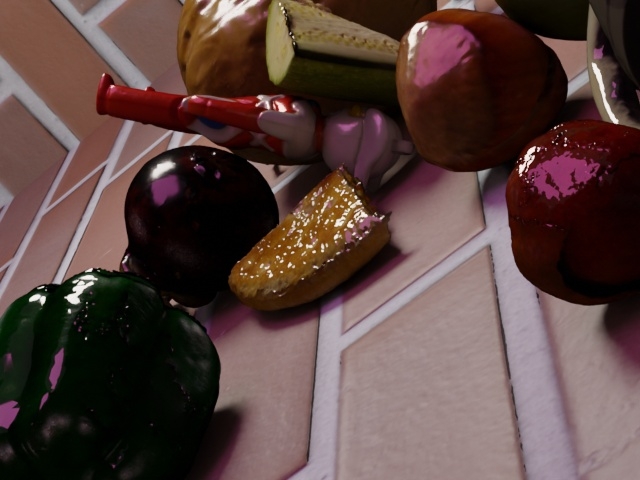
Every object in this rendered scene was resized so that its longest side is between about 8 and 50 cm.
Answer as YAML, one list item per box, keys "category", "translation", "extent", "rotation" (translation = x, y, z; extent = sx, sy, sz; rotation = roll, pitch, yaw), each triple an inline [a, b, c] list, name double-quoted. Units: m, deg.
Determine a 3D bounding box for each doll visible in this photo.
- category: "doll"
  translation: [-0.072, -0.140, 1.952]
  extent: [0.188, 0.384, 0.099]
  rotation: [4, -81, -73]

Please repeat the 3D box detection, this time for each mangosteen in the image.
- category: "mangosteen"
  translation: [-0.151, -0.020, 2.017]
  extent: [0.210, 0.210, 0.210]
  rotation: [-38, 16, 13]

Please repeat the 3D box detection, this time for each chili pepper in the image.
- category: "chili pepper"
  translation: [-0.246, 0.176, 1.665]
  extent: [0.248, 0.233, 0.256]
  rotation: [-37, 22, 31]

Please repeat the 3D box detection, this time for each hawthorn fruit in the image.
- category: "hawthorn fruit"
  translation: [0.224, -0.024, 1.234]
  extent: [0.172, 0.148, 0.148]
  rotation: [-8, 36, 43]

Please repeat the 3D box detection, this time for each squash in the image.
- category: "squash"
  translation: [0.067, -0.212, 1.954]
  extent: [0.169, 0.252, 0.093]
  rotation: [-108, 30, -55]

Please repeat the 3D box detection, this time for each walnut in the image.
- category: "walnut"
  translation: [-0.018, -0.285, 2.159]
  extent: [0.398, 0.308, 0.354]
  rotation: [-38, 19, 21]

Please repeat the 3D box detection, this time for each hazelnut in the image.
- category: "hazelnut"
  translation: [0.162, -0.152, 1.678]
  extent: [0.182, 0.182, 0.182]
  rotation: [-38, 16, 13]

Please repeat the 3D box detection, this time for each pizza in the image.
- category: "pizza"
  translation: [0.000, 0.000, 1.826]
  extent: [0.292, 0.058, 0.197]
  rotation: [-24, 31, 46]

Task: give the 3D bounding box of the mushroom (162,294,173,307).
- category: "mushroom"
  translation: [-0.235, 0.092, 2.111]
  extent: [0.170, 0.080, 0.135]
  rotation: [-19, 38, 60]

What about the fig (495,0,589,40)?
- category: "fig"
  translation: [0.280, -0.301, 1.661]
  extent: [0.230, 0.207, 0.207]
  rotation: [15, 52, 32]

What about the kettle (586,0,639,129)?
- category: "kettle"
  translation: [0.307, -0.222, 1.360]
  extent: [0.324, 0.228, 0.321]
  rotation: [-102, 22, -56]

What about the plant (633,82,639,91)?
- category: "plant"
  translation: [0.338, -0.190, 1.509]
  extent: [0.174, 0.085, 0.087]
  rotation: [-24, 22, 30]
